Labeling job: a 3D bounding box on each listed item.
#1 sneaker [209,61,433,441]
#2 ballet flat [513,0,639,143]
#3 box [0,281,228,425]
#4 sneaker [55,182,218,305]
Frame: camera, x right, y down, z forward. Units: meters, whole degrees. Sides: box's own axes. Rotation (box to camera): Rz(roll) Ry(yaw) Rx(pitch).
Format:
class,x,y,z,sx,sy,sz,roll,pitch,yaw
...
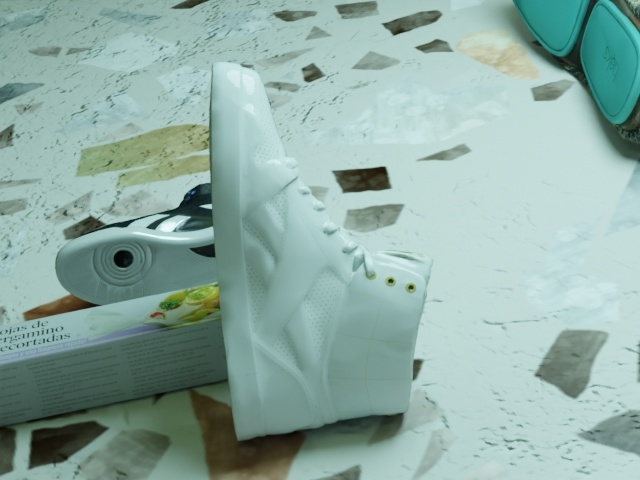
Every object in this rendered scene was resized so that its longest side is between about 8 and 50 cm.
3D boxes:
class,x,y,z,sx,sy,sz,roll,pitch,yaw
sneaker,0.000,0.000,1.012,0.169,0.293,0.108,-7,0,-2
ballet flat,0.348,-0.246,1.465,0.182,0.164,0.483,6,32,-16
box,-0.153,0.089,1.085,0.324,0.067,0.063,-12,29,-3
sneaker,-0.146,0.000,1.239,0.216,0.079,0.121,-7,25,-13
